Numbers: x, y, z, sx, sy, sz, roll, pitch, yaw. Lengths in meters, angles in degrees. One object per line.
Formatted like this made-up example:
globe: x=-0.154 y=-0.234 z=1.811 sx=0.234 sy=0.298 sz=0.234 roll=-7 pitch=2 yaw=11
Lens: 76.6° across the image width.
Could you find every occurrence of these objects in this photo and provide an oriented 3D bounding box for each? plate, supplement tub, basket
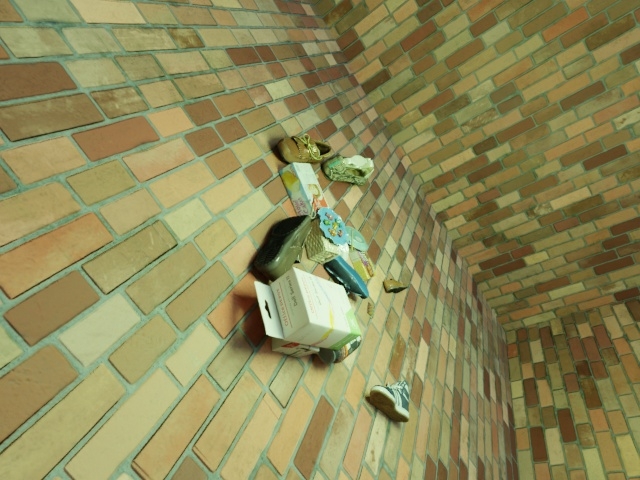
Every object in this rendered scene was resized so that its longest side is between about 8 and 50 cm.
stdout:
plate: x=0.166 y=-0.022 z=2.022 sx=0.188 sy=0.024 sz=0.188 roll=31 pitch=24 yaw=-16
supplement tub: x=0.070 y=0.389 z=1.507 sx=0.198 sy=0.106 sz=0.106 roll=-15 pitch=80 yaw=-60
basket: x=0.000 y=0.000 z=1.732 sx=0.103 sy=0.113 sz=0.167 roll=15 pitch=54 yaw=-48

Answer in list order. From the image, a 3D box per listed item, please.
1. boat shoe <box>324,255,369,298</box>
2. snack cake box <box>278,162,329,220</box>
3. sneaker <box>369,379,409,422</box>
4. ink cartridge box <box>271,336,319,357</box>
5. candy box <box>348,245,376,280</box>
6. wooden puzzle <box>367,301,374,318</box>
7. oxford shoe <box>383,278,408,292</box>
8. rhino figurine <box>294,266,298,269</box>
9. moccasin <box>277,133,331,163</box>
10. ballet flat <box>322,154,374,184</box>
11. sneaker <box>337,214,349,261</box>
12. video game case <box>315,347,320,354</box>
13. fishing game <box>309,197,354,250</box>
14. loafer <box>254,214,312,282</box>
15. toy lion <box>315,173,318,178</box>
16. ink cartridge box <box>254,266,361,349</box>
boat shoe: x=0.117 y=0.168 z=1.814 sx=0.258 sy=0.089 sz=0.109 roll=50 pitch=19 yaw=-13
snack cake box: x=-0.065 y=-0.211 z=1.814 sx=0.152 sy=0.089 sz=0.264 roll=-14 pitch=79 yaw=-61
sneaker: x=0.293 y=0.635 z=1.704 sx=0.282 sy=0.099 sz=0.153 roll=51 pitch=36 yaw=-33
ink cartridge box: x=-0.082 y=0.342 z=1.350 sx=0.135 sy=0.099 sz=0.056 roll=31 pitch=43 yaw=-42
candy box: x=0.206 y=0.105 z=2.027 sx=0.109 sy=0.053 sz=0.187 roll=-11 pitch=78 yaw=-59
wooden puzzle: x=0.241 y=0.338 z=1.947 sx=0.049 sy=0.006 sz=0.083 roll=46 pitch=34 yaw=-28
oxford shoe: x=0.416 y=0.244 z=2.232 sx=0.212 sy=0.076 sz=0.076 roll=16 pitch=43 yaw=-53
rhino figurine: x=-0.113 y=0.200 z=1.441 sx=0.106 sy=0.073 sz=0.243 roll=54 pitch=33 yaw=-11
moccasin: x=-0.067 y=-0.430 z=1.920 sx=0.380 sy=0.147 sz=0.139 roll=-3 pitch=70 yaw=-58
ballet flat: x=0.196 y=-0.403 z=2.274 sx=0.483 sy=0.182 sz=0.164 roll=-8 pitch=73 yaw=-59
sneaker: x=0.053 y=0.004 z=1.856 sx=0.115 sy=0.090 sz=0.232 roll=-17 pitch=94 yaw=-29
video game case: x=0.005 y=0.370 z=1.545 sx=0.157 sy=0.019 sz=0.143 roll=35 pitch=41 yaw=-41
fishing game: x=0.059 y=-0.066 z=1.722 sx=0.264 sy=0.041 sz=0.189 roll=40 pitch=37 yaw=-26
loafer: x=-0.129 y=0.029 z=1.519 sx=0.366 sy=0.134 sz=0.130 roll=-57 pitch=135 yaw=-47
toy lion: x=-0.060 y=-0.314 z=1.962 sx=0.100 sy=0.034 sz=0.096 roll=47 pitch=41 yaw=-26
ink cartridge box: x=-0.035 y=0.221 z=1.319 sx=0.353 sy=0.119 sz=0.207 roll=26 pitch=35 yaw=-47
